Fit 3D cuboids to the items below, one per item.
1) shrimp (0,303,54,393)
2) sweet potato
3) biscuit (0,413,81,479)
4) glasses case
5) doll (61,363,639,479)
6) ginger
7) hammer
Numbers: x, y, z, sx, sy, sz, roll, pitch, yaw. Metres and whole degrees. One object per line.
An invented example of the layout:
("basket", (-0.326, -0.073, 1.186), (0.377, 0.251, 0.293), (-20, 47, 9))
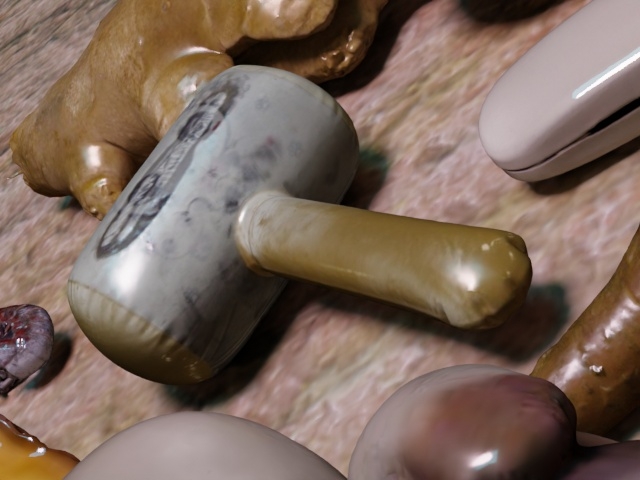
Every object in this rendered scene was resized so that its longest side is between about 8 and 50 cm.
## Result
("shrimp", (-0.247, 0.086, 1.000), (0.165, 0.056, 0.065), (-29, 39, 33))
("sweet potato", (0.157, 0.003, 0.570), (0.274, 0.067, 0.067), (-47, 28, 8))
("biscuit", (-0.205, 0.235, 0.630), (0.325, 0.107, 0.326), (-11, 56, 17))
("glasses case", (0.167, -0.100, 0.697), (0.204, 0.051, 0.081), (-32, 30, 23))
("doll", (0.014, 0.154, 0.407), (0.370, 0.226, 0.215), (-23, 0, 43))
("ginger", (-0.084, -0.110, 1.023), (0.236, 0.166, 0.375), (56, 130, 27))
("hammer", (0.000, 0.000, 0.745), (0.305, 0.113, 0.202), (10, 63, 51))
